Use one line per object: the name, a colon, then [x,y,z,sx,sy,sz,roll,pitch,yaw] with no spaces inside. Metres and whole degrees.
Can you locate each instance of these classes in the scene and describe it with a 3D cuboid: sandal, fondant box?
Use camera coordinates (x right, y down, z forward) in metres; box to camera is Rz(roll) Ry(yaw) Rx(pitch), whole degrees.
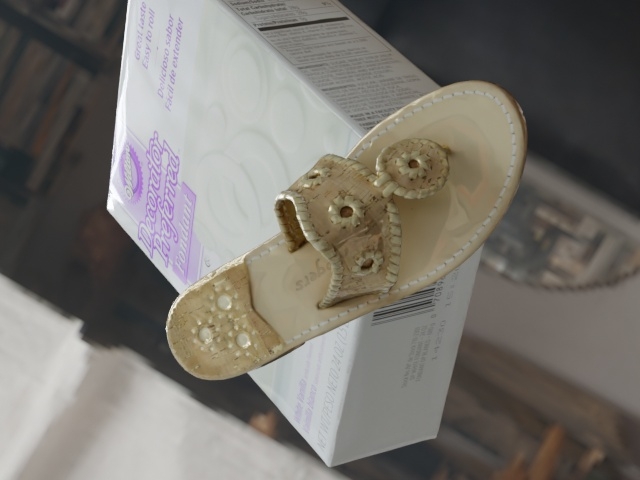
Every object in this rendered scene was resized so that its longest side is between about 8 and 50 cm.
sandal: [0.004,0.005,0.954,0.088,0.240,0.079,57,-157,7]
fondant box: [-0.025,-0.041,1.242,0.096,0.238,0.330,-12,-141,-30]
